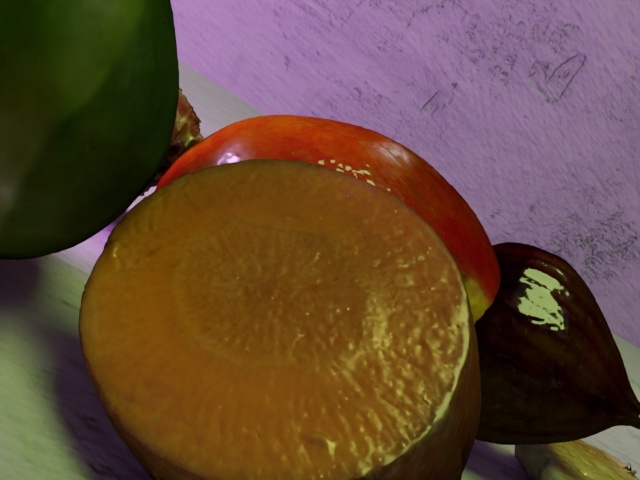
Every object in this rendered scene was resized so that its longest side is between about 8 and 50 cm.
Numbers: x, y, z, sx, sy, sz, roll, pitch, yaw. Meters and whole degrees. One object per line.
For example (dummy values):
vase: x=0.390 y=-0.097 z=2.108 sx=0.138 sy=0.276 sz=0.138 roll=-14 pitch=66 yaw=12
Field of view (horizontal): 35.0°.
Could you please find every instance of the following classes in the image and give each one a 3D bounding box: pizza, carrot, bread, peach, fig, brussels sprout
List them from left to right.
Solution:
brussels sprout: x=-0.241 y=-0.140 z=0.715 sx=0.276 sy=0.371 sz=0.314 roll=-4 pitch=63 yaw=-9
pizza: x=-0.188 y=-0.087 z=1.021 sx=0.226 sy=0.069 sz=0.147 roll=-9 pitch=-27 yaw=37
carrot: x=-0.026 y=0.061 z=0.674 sx=0.258 sy=0.100 sz=0.307 roll=-14 pitch=45 yaw=-17
peach: x=0.000 y=0.000 z=0.970 sx=0.306 sy=0.242 sz=0.380 roll=38 pitch=11 yaw=-4
fig: x=0.264 y=0.151 z=1.078 sx=0.321 sy=0.217 sz=0.217 roll=31 pitch=10 yaw=5
bread: x=0.343 y=0.309 z=1.136 sx=0.316 sy=0.054 sz=0.316 roll=33 pitch=10 yaw=-7
